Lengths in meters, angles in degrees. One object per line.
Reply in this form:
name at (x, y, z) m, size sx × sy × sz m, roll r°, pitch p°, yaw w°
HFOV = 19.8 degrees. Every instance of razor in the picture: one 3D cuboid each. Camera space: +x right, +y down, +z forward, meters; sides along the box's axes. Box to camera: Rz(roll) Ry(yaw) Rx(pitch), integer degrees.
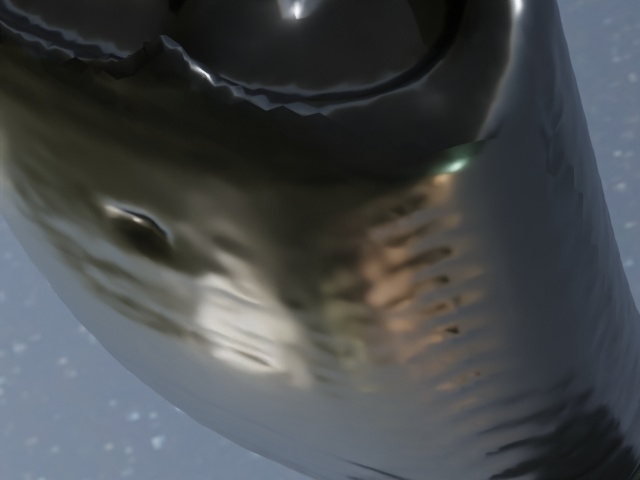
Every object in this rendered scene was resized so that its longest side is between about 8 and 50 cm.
razor at (0.000, 0.002, 0.570) m, size 0.204 × 0.113 × 0.349 m, roll 18°, pitch -17°, yaw 22°
